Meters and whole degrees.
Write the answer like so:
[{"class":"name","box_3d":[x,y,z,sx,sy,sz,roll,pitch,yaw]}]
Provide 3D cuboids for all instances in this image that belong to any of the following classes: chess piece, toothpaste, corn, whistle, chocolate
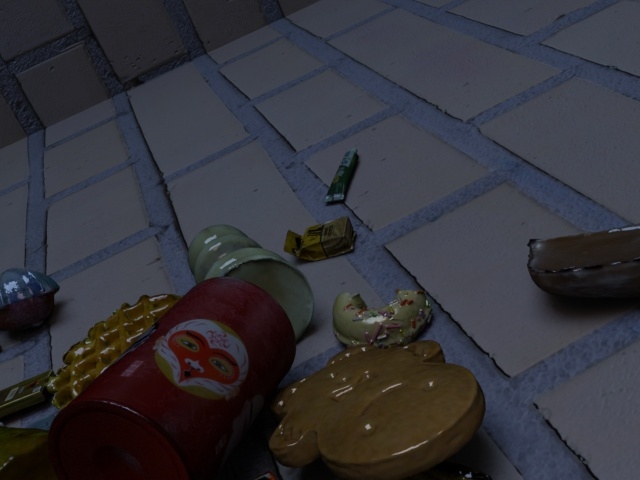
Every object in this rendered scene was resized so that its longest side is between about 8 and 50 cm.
[{"class":"chess piece","box_3d":[-0.151,0.066,1.382,0.182,0.182,0.330,-29,25,-11]},{"class":"toothpaste","box_3d":[0.052,-0.146,1.702,0.049,0.031,0.204,-9,35,25]},{"class":"corn","box_3d":[0.117,0.291,0.927,0.203,0.072,0.072,5,40,38]},{"class":"whistle","box_3d":[-0.689,0.140,1.668,0.346,0.133,0.142,-15,27,32]},{"class":"chocolate","box_3d":[0.429,0.038,1.105,0.261,0.083,0.161,-8,16,23]}]

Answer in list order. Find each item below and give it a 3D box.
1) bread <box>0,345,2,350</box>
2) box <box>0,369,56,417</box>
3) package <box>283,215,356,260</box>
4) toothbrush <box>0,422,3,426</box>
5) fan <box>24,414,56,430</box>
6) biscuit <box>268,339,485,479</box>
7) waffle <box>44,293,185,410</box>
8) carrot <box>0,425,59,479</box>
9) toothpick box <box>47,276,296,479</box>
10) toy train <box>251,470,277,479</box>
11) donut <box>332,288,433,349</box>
[{"class":"bread","box_3d":[-0.740,0.237,1.586,0.084,0.074,0.139,7,43,40]},{"class":"box","box_3d":[-0.555,0.286,1.413,0.133,0.023,0.090,-22,18,1]},{"class":"package","box_3d":[0.000,0.000,1.488,0.131,0.047,0.071,-15,33,15]},{"class":"toothbrush","box_3d":[-0.622,0.412,1.279,0.024,0.021,0.288,-16,29,33]},{"class":"fan","box_3d":[-0.571,0.368,1.287,0.282,0.023,0.057,-24,35,-18]},{"class":"biscuit","box_3d":[0.063,0.210,1.008,0.275,0.052,0.355,-29,13,-18]},{"class":"waffle","box_3d":[-0.326,0.198,1.373,0.302,0.068,0.325,0,39,35]},{"class":"carrot","box_3d":[-0.446,0.366,1.024,0.341,0.241,0.241,-5,35,24]},{"class":"toothpick box","box_3d":[-0.184,0.209,1.058,0.204,0.204,0.333,-7,20,25]},{"class":"toy train","box_3d":[-0.211,0.423,0.917,0.409,0.089,0.086,-30,9,-13]},{"class":"donut","box_3d":[0.084,0.123,1.216,0.166,0.065,0.108,-2,34,30]}]
